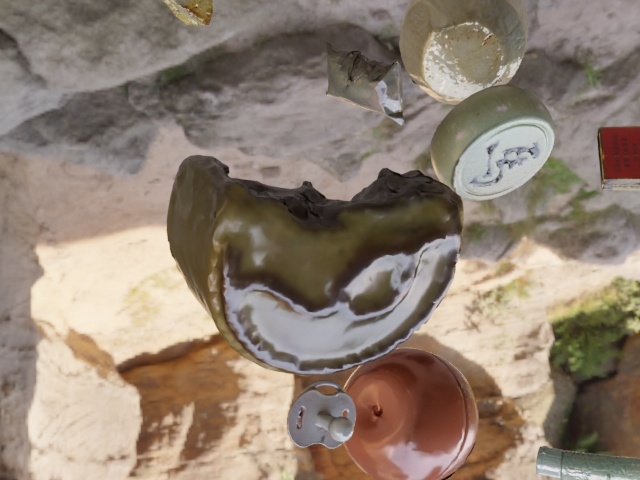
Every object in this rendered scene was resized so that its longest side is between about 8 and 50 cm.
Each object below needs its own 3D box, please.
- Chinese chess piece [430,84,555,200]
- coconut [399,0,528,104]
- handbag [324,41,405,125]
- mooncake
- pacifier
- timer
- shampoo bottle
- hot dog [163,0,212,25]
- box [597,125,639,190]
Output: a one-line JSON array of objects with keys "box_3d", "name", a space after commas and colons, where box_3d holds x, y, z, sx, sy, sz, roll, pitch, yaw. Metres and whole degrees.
[{"box_3d": [0.343, -0.190, 1.531, 0.250, 0.101, 0.250, -16, 143, -13], "name": "Chinese chess piece"}, {"box_3d": [0.329, -0.485, 1.780, 0.322, 0.323, 0.323, -6, 163, -2], "name": "coconut"}, {"box_3d": [0.112, -0.421, 2.018, 0.117, 0.270, 0.183, -35, 139, -36], "name": "handbag"}, {"box_3d": [0.000, 0.000, 1.125, 0.394, 0.246, 0.393, -38, 122, -6], "name": "mooncake"}, {"box_3d": [0.011, 0.210, 0.905, 0.099, 0.082, 0.078, 11, -179, -33], "name": "pacifier"}, {"box_3d": [0.148, 0.297, 1.291, 0.229, 0.230, 0.215, -18, 153, 32], "name": "timer"}, {"box_3d": [0.357, 0.283, 0.919, 0.190, 0.041, 0.069, 4, 128, 26], "name": "shampoo bottle"}, {"box_3d": [-0.161, -0.305, 0.805, 0.061, 0.078, 0.169, 13, 131, 25], "name": "hot dog"}, {"box_3d": [0.396, -0.097, 0.900, 0.133, 0.090, 0.023, 2, 143, 16], "name": "box"}]
